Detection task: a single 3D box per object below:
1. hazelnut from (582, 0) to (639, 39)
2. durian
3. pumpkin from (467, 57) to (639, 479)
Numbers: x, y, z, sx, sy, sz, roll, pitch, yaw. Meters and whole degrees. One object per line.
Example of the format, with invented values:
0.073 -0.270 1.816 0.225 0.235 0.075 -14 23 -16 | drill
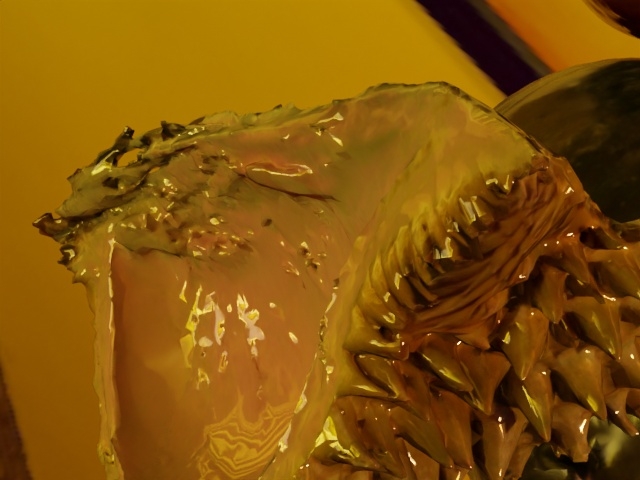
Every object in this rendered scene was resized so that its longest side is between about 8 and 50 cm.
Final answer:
0.233 -0.227 0.811 0.208 0.208 0.208 17 -133 -20 | hazelnut
0.035 0.041 0.496 0.196 0.305 0.185 11 -111 -38 | durian
0.254 0.088 0.881 0.344 0.454 0.454 -26 -116 2 | pumpkin
